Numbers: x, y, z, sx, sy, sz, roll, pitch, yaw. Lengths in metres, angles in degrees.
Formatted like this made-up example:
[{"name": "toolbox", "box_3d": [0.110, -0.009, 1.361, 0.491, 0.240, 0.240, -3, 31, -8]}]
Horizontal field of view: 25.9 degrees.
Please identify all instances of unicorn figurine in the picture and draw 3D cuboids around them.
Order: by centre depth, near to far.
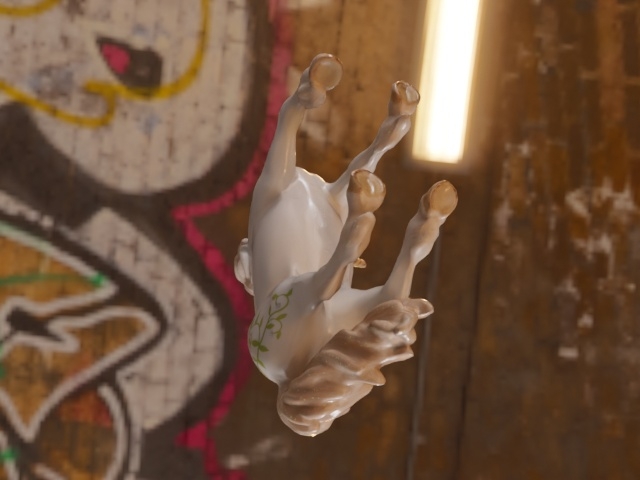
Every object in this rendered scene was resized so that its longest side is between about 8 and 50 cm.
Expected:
[{"name": "unicorn figurine", "box_3d": [0.000, 0.000, 0.457, 0.162, 0.060, 0.111, -73, -171, -56]}]
